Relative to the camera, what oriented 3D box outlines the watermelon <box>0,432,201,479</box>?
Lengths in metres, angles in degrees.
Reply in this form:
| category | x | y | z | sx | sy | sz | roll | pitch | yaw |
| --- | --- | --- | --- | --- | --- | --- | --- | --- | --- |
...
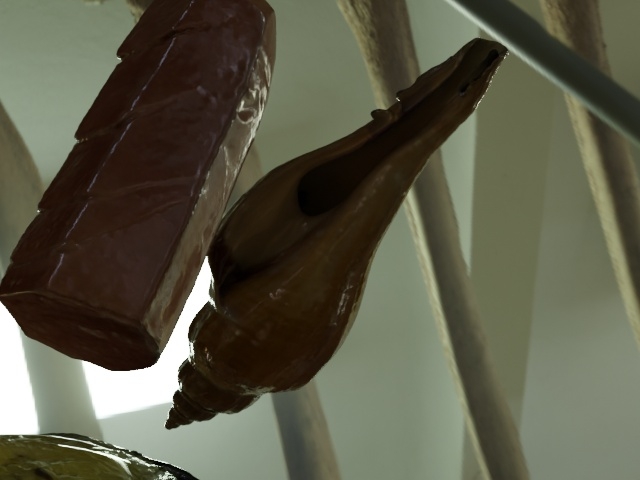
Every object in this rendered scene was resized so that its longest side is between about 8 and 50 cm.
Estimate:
| category | x | y | z | sx | sy | sz | roll | pitch | yaw |
| --- | --- | --- | --- | --- | --- | --- | --- | --- | --- |
| watermelon | -0.177 | 0.155 | 0.476 | 0.204 | 0.127 | 0.232 | -2 | -12 | 43 |

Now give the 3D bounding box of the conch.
| category | x | y | z | sx | sy | sz | roll | pitch | yaw |
| --- | --- | --- | --- | --- | --- | --- | --- | --- | --- |
| conch | 0.001 | 0.000 | 0.613 | 0.330 | 0.109 | 0.093 | -50 | -10 | 4 |

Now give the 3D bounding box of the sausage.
| category | x | y | z | sx | sy | sz | roll | pitch | yaw |
| --- | --- | --- | --- | --- | --- | --- | --- | --- | --- |
| sausage | -0.059 | -0.038 | 0.360 | 0.065 | 0.169 | 0.065 | 14 | -30 | 8 |
